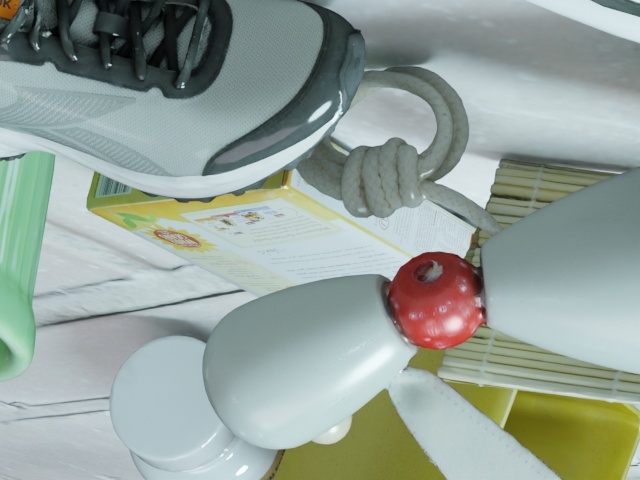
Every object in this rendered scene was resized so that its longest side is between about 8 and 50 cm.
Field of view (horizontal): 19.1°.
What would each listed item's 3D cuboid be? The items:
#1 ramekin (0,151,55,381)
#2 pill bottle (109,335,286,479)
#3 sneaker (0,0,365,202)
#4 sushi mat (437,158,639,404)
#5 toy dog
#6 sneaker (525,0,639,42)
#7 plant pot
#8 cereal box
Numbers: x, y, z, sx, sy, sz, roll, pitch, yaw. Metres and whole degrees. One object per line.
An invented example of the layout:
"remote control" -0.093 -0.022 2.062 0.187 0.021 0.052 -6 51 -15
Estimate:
"ramekin" -0.299 -0.031 1.097 0.303 0.148 0.303 10 162 3
"pill bottle" -0.087 0.161 1.572 0.131 0.131 0.229 6 161 18
"sneaker" -0.111 -0.087 0.900 0.271 0.100 0.108 5 155 20
"sushi mat" 0.225 0.029 0.962 0.316 0.151 0.019 6 143 15
"toy dog" 0.130 0.039 0.891 0.334 0.220 0.161 0 144 29
"sneaker" 0.150 -0.056 0.631 0.447 0.169 0.257 13 147 -12
"plant pot" 0.089 0.175 1.418 0.187 0.212 0.212 15 167 35
"cereal box" 0.000 0.000 1.167 0.173 0.047 0.240 -5 156 42
